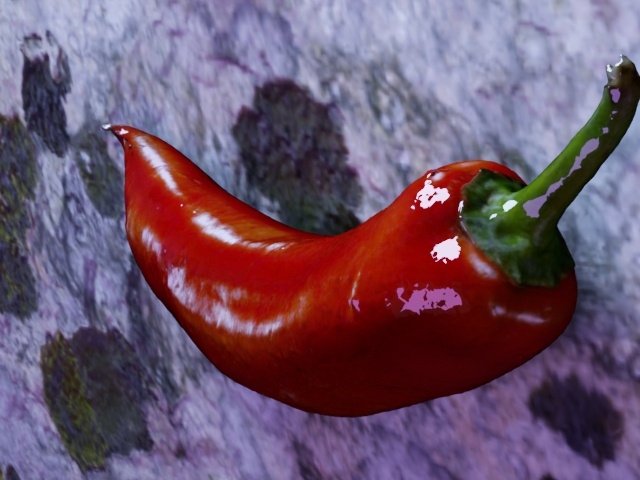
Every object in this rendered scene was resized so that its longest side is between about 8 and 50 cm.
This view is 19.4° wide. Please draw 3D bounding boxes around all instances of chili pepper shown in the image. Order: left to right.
[{"bbox_3d":[-0.002,0.007,0.787,0.368,0.092,0.137,-1,97,53],"label":"chili pepper"}]
